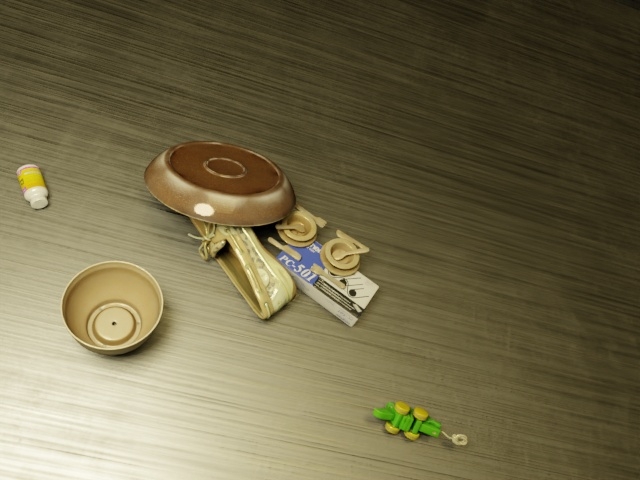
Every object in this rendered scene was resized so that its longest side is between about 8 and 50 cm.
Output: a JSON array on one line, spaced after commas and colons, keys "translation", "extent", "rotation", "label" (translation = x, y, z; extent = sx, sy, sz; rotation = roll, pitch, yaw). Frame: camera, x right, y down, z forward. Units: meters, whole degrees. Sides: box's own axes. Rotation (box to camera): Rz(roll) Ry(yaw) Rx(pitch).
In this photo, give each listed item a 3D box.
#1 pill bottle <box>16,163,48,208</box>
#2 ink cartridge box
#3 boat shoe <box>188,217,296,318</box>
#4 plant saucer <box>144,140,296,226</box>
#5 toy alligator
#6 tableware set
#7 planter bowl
[{"translation": [-0.559, -0.104, 1.120], "extent": [0.043, 0.043, 0.083], "rotation": [-18, 67, -26], "label": "pill bottle"}, {"translation": [0.010, 0.078, 1.196], "extent": [0.207, 0.046, 0.097], "rotation": [36, 55, 5], "label": "ink cartridge box"}, {"translation": [-0.170, 0.027, 1.132], "extent": [0.285, 0.104, 0.089], "rotation": [44, 54, 10], "label": "boat shoe"}, {"translation": [-0.197, -0.131, 1.173], "extent": [0.311, 0.050, 0.310], "rotation": [12, 30, -7], "label": "plant saucer"}, {"translation": [0.187, 0.344, 1.095], "extent": [0.190, 0.056, 0.051], "rotation": [19, 16, -7], "label": "toy alligator"}, {"translation": [0.000, 0.000, 1.189], "extent": [0.194, 0.039, 0.128], "rotation": [33, 52, 3], "label": "tableware set"}, {"translation": [-0.361, 0.131, 1.005], "extent": [0.162, 0.109, 0.162], "rotation": [8, 59, -13], "label": "planter bowl"}]
